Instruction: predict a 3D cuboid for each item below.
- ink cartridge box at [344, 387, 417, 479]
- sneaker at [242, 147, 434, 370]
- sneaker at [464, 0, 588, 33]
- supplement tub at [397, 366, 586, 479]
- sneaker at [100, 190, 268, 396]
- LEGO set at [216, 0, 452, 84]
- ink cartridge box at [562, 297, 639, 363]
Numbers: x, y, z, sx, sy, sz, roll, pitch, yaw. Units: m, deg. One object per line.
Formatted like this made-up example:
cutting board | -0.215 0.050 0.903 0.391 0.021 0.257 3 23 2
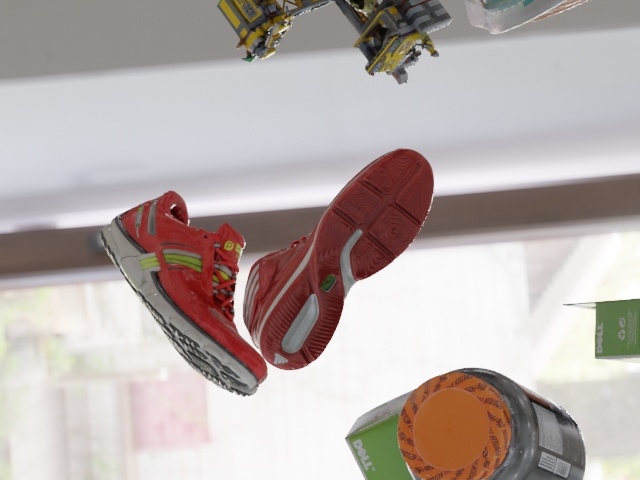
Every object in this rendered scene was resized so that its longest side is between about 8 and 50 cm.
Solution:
ink cartridge box | 0.106 0.282 2.024 0.189 0.097 0.255 64 9 -1
sneaker | 0.000 0.000 1.602 0.087 0.221 0.128 41 -3 -27
sneaker | 0.158 -0.237 1.451 0.302 0.108 0.121 -146 -144 -78
supplement tub | 0.141 0.170 1.512 0.190 0.117 0.117 29 53 -60
sneaker | -0.118 0.038 1.780 0.279 0.118 0.107 49 -8 41
LEGO set | 0.058 -0.286 2.040 0.192 0.255 0.331 55 -47 12
ink cartridge box | 0.346 0.093 1.829 0.209 0.109 0.062 -10 -105 59
